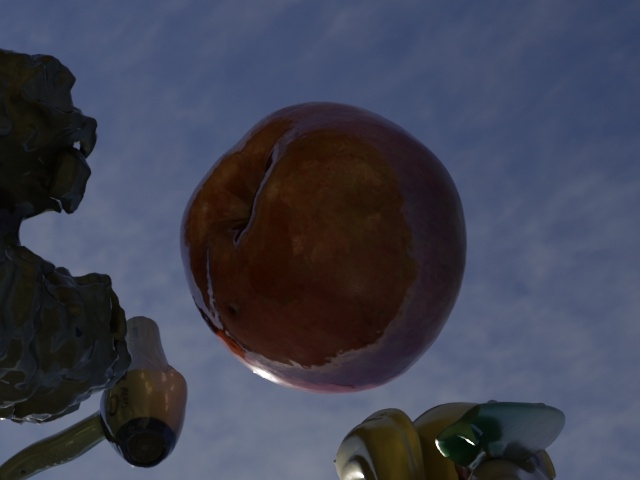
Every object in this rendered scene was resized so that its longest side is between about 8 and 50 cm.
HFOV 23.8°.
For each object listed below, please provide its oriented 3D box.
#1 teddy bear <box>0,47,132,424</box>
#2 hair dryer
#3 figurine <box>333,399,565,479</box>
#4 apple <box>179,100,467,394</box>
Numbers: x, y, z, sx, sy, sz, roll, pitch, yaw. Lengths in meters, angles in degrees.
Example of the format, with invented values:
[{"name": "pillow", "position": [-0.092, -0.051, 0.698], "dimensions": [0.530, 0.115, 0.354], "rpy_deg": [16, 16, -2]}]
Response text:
[{"name": "teddy bear", "position": [-0.311, -0.056, 0.882], "dimensions": [0.357, 0.224, 0.367], "rpy_deg": [-12, -106, -8]}, {"name": "hair dryer", "position": [-0.185, 0.132, 1.162], "dimensions": [0.199, 0.167, 0.067], "rpy_deg": [-22, -64, 19]}, {"name": "figurine", "position": [0.046, 0.084, 0.499], "dimensions": [0.083, 0.187, 0.083], "rpy_deg": [0, -90, 1]}, {"name": "apple", "position": [0.000, 0.000, 1.045], "dimensions": [0.209, 0.164, 0.209], "rpy_deg": [-39, -141, 40]}]
